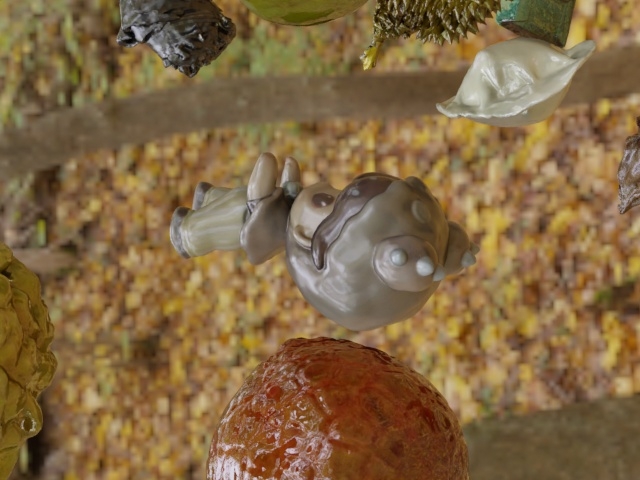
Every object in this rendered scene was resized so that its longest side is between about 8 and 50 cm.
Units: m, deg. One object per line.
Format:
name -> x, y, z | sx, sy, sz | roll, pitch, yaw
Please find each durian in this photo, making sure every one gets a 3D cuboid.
durian -> 0.108, -0.226, 1.324 | 0.102, 0.208, 0.146 | 50, -169, 28

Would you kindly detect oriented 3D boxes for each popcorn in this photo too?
popcorn -> -0.303, 0.090, 1.088 | 0.181, 0.217, 0.235 | -64, -3, -59

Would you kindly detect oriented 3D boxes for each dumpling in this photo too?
dumpling -> 0.255, -0.202, 2.013 | 0.166, 0.216, 0.126 | -55, -33, -61

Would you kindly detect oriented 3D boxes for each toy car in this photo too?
toy car -> 0.348, -0.450, 2.224 | 0.097, 0.141, 0.320 | 7, 82, 46

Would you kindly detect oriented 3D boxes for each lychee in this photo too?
lychee -> 0.021, 0.212, 1.349 | 0.300, 0.255, 0.255 | 48, 144, 42

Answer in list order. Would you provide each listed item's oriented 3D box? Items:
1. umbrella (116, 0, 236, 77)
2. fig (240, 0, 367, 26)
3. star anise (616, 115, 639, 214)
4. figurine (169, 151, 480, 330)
umbrella -> -0.260, -0.351, 1.953 | 0.128, 0.336, 0.154 | -44, 6, 31
fig -> -0.001, -0.232, 0.951 | 0.142, 0.186, 0.148 | 44, -172, 19
star anise -> 0.491, -0.169, 1.859 | 0.148, 0.237, 0.346 | 21, 74, 52
figurine -> -0.001, -0.001, 1.915 | 0.248, 0.381, 0.203 | -8, -72, -70
